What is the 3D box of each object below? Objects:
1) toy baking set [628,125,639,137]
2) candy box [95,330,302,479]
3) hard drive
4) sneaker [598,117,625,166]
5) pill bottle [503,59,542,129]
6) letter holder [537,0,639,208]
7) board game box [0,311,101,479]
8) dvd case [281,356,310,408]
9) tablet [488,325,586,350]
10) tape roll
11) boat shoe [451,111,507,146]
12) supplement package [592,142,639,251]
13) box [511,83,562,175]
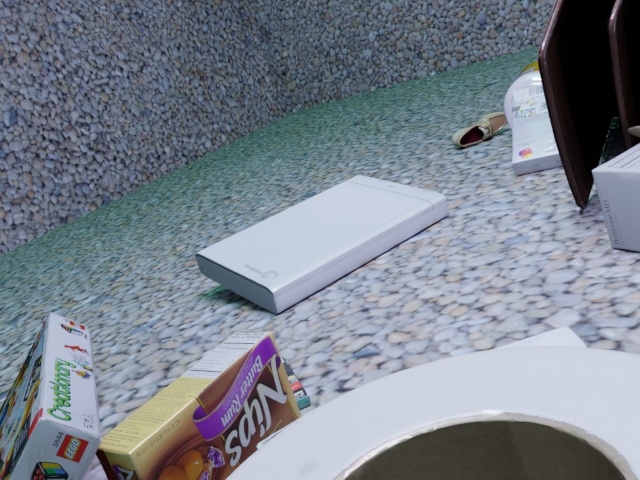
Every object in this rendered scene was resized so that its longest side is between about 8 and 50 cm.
[{"bbox_3d":[0.495,-0.109,0.816,0.197,0.030,0.256,19,-2,-35],"label":"toy baking set"},{"bbox_3d":[-0.097,0.172,0.640,0.053,0.109,0.187,-4,21,39],"label":"candy box"},{"bbox_3d":[0.003,-0.010,1.188,0.353,0.047,0.233,-28,29,-29],"label":"hard drive"},{"bbox_3d":[0.515,-0.178,1.142,0.101,0.106,0.267,6,49,45],"label":"sneaker"},{"bbox_3d":[0.452,-0.287,1.494,0.136,0.136,0.245,-11,18,27],"label":"pill bottle"},{"bbox_3d":[0.396,-0.191,0.918,0.152,0.302,0.214,9,60,35],"label":"letter holder"},{"bbox_3d":[-0.271,0.196,0.667,0.193,0.053,0.305,-64,21,-1],"label":"board game box"},{"bbox_3d":[-0.065,0.168,0.794,0.087,0.013,0.119,-22,17,-11],"label":"dvd case"},{"bbox_3d":[0.206,0.105,0.698,0.083,0.006,0.054,-19,16,3],"label":"tablet"},{"bbox_3d":[0.088,0.189,0.432,0.392,0.072,0.392,-18,15,5],"label":"tape roll"},{"bbox_3d":[0.362,-0.243,1.629,0.135,0.050,0.045,-29,19,2],"label":"boat shoe"},{"bbox_3d":[0.408,-0.047,0.788,0.105,0.105,0.179,-27,17,-20],"label":"supplement package"},{"bbox_3d":[0.416,-0.210,1.295,0.145,0.038,0.186,-11,47,27],"label":"box"}]
